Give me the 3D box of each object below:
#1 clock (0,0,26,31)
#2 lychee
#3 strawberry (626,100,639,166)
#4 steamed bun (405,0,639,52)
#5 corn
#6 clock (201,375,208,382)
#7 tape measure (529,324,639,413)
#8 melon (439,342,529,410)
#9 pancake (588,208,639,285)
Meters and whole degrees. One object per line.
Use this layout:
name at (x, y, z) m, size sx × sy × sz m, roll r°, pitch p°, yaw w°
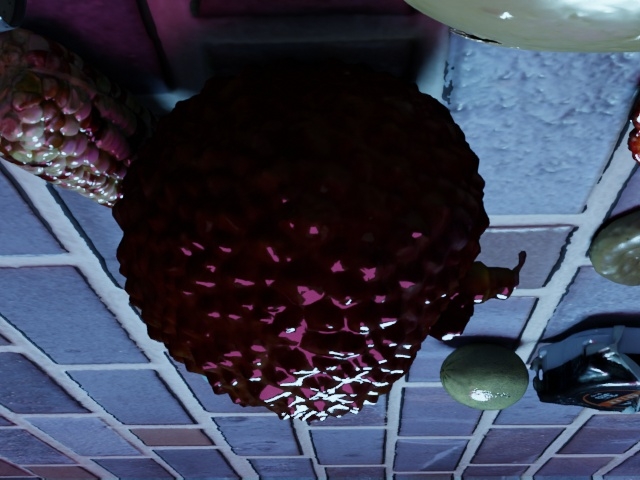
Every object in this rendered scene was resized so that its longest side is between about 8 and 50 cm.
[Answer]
clock at (-0.186, -0.158, 0.602) m, size 0.017 × 0.085 × 0.085 m, roll -8°, pitch 159°, yaw 4°
lychee at (0.000, 0.000, 0.775) m, size 0.299 × 0.264 × 0.264 m, roll 14°, pitch 159°, yaw -1°
strawberry at (0.300, -0.084, 0.860) m, size 0.103 × 0.048 × 0.152 m, roll -7°, pitch 146°, yaw 36°
steamed bun at (0.114, -0.157, 0.444) m, size 0.231 × 0.166 × 0.273 m, roll -6°, pitch 169°, yaw 19°
corn at (-0.166, -0.073, 0.836) m, size 0.092 × 0.092 × 0.280 m, roll -9°, pitch 160°, yaw 22°
clock at (-0.022, 0.160, 1.455) m, size 0.223 × 0.094 × 0.274 m, roll -6°, pitch 161°, yaw 17°
tape measure at (0.409, 0.175, 1.470) m, size 0.180 × 0.107 × 0.182 m, roll 10°, pitch 158°, yaw -17°
melon at (0.233, 0.193, 1.531) m, size 0.130 × 0.098 × 0.098 m, roll 4°, pitch 160°, yaw -20°
pancake at (0.402, 0.012, 1.119) m, size 0.236 × 0.042 × 0.222 m, roll 9°, pitch 156°, yaw -24°
